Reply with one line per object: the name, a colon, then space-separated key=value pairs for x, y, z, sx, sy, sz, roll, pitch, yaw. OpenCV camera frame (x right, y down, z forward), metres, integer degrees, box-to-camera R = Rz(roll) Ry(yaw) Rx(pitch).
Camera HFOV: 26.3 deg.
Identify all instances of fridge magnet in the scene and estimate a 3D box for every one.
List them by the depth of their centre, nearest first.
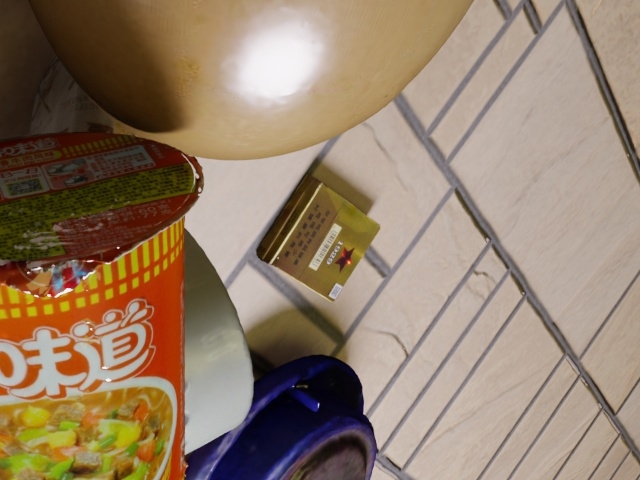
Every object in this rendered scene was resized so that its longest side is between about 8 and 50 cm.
fridge magnet: x=-0.041 y=0.235 z=1.341 sx=0.265 sy=0.113 sz=0.265 roll=-36 pitch=143 yaw=-34

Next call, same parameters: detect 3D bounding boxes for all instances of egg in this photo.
egg: x=-0.036 y=-0.222 z=0.797 sx=0.301 sy=0.301 sz=0.373 roll=-10 pitch=131 yaw=-50

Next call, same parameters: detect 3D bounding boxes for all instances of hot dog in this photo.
hot dog: x=-0.162 y=-0.048 z=0.910 sx=0.053 sy=0.192 sz=0.099 roll=18 pitch=142 yaw=-31

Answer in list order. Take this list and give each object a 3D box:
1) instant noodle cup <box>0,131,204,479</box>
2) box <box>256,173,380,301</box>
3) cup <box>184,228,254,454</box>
instant noodle cup: x=-0.149 y=0.068 z=0.782 sx=0.193 sy=0.193 sz=0.212 roll=-27 pitch=123 yaw=-40
box: x=0.000 y=0.000 z=1.286 sx=0.090 sy=0.023 sz=0.133 roll=-57 pitch=148 yaw=0
cup: x=-0.195 y=0.126 z=0.989 sx=0.234 sy=0.186 sz=0.258 roll=-26 pitch=140 yaw=-29
